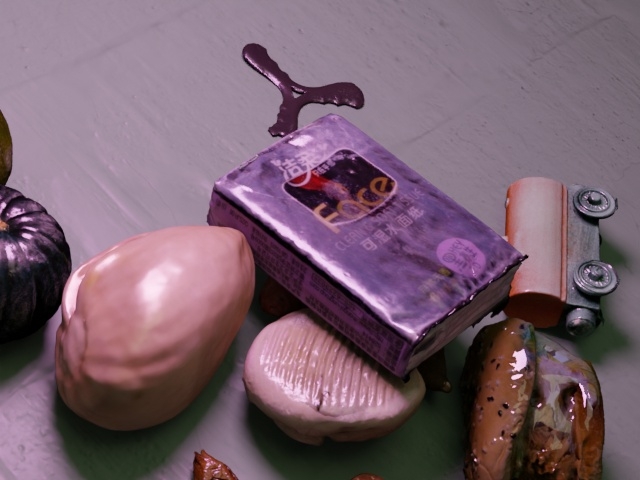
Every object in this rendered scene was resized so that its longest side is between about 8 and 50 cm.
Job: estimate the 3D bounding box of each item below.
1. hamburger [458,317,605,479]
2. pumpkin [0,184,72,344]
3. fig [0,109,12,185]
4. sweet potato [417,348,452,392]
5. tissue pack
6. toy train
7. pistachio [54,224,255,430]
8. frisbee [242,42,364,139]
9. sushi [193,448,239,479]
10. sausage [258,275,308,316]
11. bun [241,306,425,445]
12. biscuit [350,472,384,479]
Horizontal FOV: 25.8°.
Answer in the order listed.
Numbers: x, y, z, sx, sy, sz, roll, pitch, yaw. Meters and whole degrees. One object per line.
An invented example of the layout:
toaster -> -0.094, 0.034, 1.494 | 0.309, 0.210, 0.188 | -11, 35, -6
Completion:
hamburger -> 0.278, 0.231, 1.837 | 0.167, 0.192, 0.288 | 7, 49, -5
pumpkin -> -0.417, 0.027, 1.717 | 0.220, 0.162, 0.220 | 20, 39, -17
fig -> -0.492, -0.165, 1.791 | 0.203, 0.235, 0.203 | 9, 42, -8
sweet potato -> 0.118, 0.119, 1.942 | 0.069, 0.059, 0.249 | -25, 60, -23
tissue pack -> 0.057, 0.002, 1.848 | 0.361, 0.122, 0.259 | 40, 47, 22
toy train -> 0.350, 0.019, 2.095 | 0.177, 0.116, 0.285 | 9, 49, 0
pistachio -> -0.201, 0.095, 1.729 | 0.318, 0.193, 0.214 | -43, 107, -34
frisbee -> -0.036, -0.220, 2.186 | 0.211, 0.012, 0.187 | 20, 48, -8
sushi -> -0.127, 0.299, 1.695 | 0.050, 0.047, 0.099 | -26, 82, -24
sausage -> 0.002, 0.001, 1.974 | 0.087, 0.079, 0.326 | 39, 45, -13
bun -> 0.014, 0.182, 1.800 | 0.237, 0.116, 0.210 | 12, 41, -9
biscuit -> 0.081, 0.434, 1.668 | 0.202, 0.047, 0.334 | -16, 58, -32
